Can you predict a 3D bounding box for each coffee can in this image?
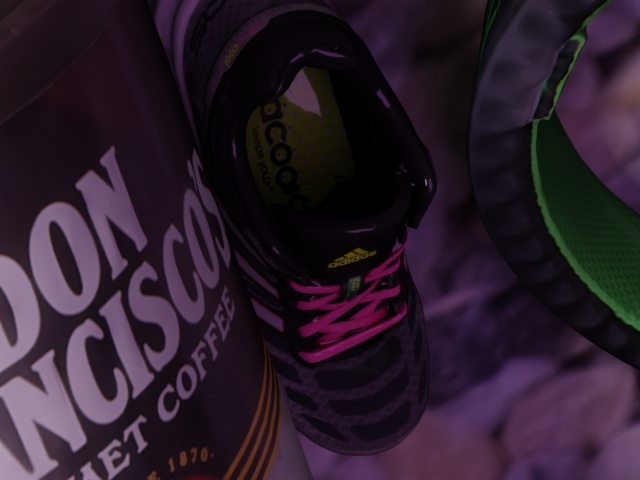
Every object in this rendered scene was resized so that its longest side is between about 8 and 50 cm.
[{"bbox_3d":[-0.100,0.071,0.454,0.201,0.201,0.275,-25,119,-12],"label":"coffee can"}]

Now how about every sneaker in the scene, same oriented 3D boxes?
[{"bbox_3d":[0.000,0.000,0.540,0.063,0.075,0.170,-22,118,-14],"label":"sneaker"}]

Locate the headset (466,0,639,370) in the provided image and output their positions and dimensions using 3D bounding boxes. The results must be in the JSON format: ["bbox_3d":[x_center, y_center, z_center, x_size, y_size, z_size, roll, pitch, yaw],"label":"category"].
[{"bbox_3d":[0.242,-0.032,0.544,0.394,0.185,0.243,17,143,-2],"label":"headset"}]
